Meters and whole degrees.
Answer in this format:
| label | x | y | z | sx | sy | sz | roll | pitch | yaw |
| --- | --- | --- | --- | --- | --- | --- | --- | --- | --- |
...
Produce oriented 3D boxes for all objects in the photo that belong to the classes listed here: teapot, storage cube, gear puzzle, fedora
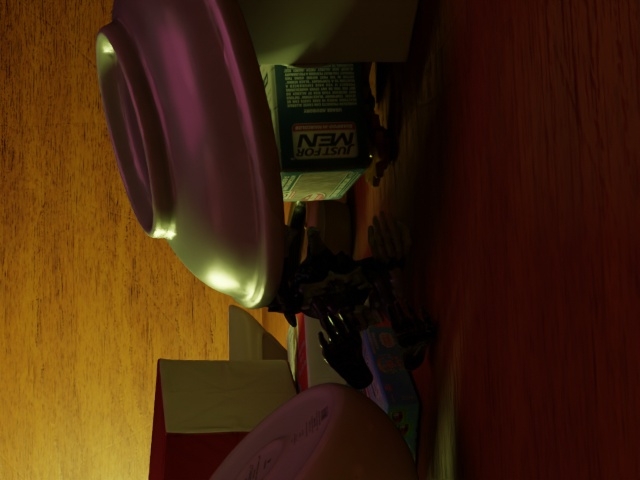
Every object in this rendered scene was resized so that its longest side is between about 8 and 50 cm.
| label | x | y | z | sx | sy | sz | roll | pitch | yaw |
| --- | --- | --- | --- | --- | --- | --- | --- | --- | --- |
| teapot | 0.005 | 0.267 | 1.082 | 0.252 | 0.187 | 0.256 | -28 | 21 | 54 |
| storage cube | -0.126 | 0.279 | 1.539 | 0.215 | 0.183 | 0.193 | -111 | 26 | -63 |
| gear puzzle | 0.051 | -0.216 | 1.402 | 0.175 | 0.044 | 0.339 | 102 | 163 | -56 |
| fedora | 0.000 | 0.000 | 1.675 | 0.194 | 0.079 | 0.194 | -174 | 90 | -78 |

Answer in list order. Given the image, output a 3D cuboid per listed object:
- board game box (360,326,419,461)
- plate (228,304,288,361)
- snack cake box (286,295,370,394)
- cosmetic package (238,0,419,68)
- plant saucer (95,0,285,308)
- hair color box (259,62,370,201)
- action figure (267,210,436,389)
| label | x | y | z | sx | sy | sz | roll | pitch | yaw |
| --- | --- | --- | --- | --- | --- | --- | --- | --- | --- |
| board game box | 0.070 | 0.225 | 1.296 | 0.160 | 0.039 | 0.212 | -107 | 18 | -63 |
| plate | -0.061 | 0.273 | 1.931 | 0.278 | 0.045 | 0.277 | 51 | -157 | -40 |
| snack cake box | 0.009 | 0.164 | 1.586 | 0.264 | 0.089 | 0.152 | 107 | 162 | -69 |
| cosmetic package | -0.004 | -0.343 | 1.097 | 0.385 | 0.217 | 0.156 | 102 | 164 | -55 |
| plant saucer | -0.147 | -0.116 | 1.173 | 0.400 | 0.100 | 0.401 | 165 | 90 | -73 |
| hair color box | -0.021 | -0.231 | 1.371 | 0.174 | 0.105 | 0.348 | 136 | 131 | -77 |
| action figure | 0.022 | 0.039 | 1.213 | 0.276 | 0.164 | 0.141 | -131 | 29 | -65 |
